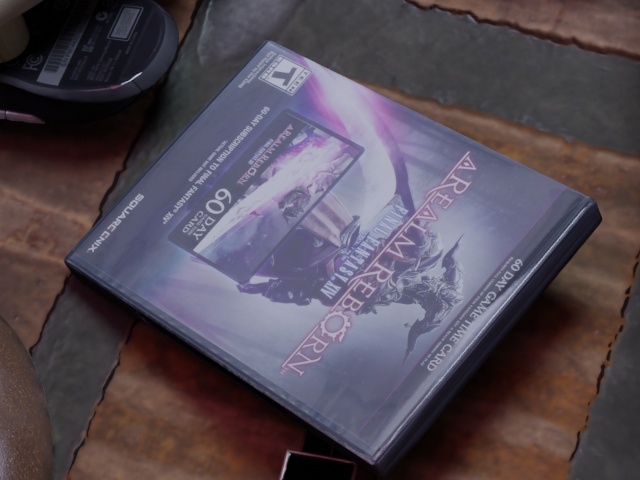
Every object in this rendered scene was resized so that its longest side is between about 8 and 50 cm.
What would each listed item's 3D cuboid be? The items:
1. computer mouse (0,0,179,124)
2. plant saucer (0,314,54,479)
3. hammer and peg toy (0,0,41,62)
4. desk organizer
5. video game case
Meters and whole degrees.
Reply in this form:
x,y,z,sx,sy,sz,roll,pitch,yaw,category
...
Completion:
x,y,z,sx,sy,sz,roll,pitch,yaw,category
-0.205,-0.149,1.270,0.262,0.060,0.184,4,53,13,computer mouse
-0.313,0.139,1.144,0.310,0.050,0.311,-4,63,8,plant saucer
-0.229,-0.225,1.215,0.361,0.127,0.266,-36,56,-16,hammer and peg toy
0.010,0.112,1.092,0.047,0.050,0.130,8,65,14,desk organizer
0.000,0.000,1.128,0.274,0.026,0.196,29,71,39,video game case
